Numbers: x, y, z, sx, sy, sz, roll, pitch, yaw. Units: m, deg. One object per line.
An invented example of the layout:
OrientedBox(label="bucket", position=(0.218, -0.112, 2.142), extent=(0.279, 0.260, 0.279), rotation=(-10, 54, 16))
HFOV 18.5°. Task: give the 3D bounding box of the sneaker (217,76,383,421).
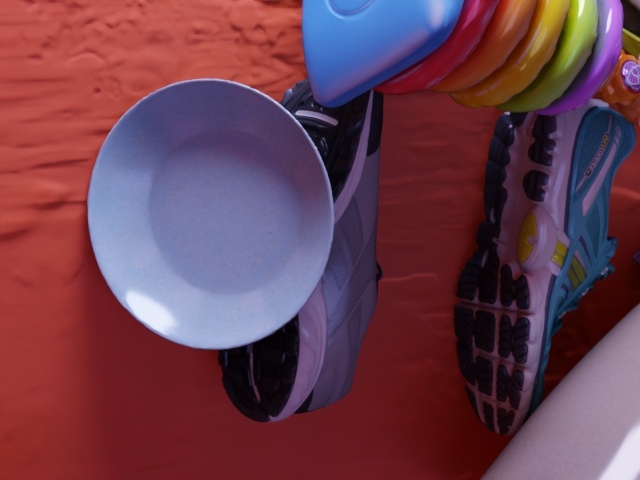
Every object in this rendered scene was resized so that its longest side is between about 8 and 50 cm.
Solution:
OrientedBox(label="sneaker", position=(0.000, 0.000, 1.468), extent=(0.108, 0.100, 0.271), rotation=(2, 103, -48))

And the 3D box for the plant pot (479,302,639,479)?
OrientedBox(label="plant pot", position=(0.291, 0.144, 1.497), extent=(0.256, 0.256, 0.274), rotation=(42, 70, -25))

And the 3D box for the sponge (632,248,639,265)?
OrientedBox(label="sponge", position=(0.365, 0.036, 1.627), extent=(0.210, 0.031, 0.117), rotation=(41, 92, -25))

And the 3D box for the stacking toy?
OrientedBox(label="stacking toy", position=(0.151, -0.147, 1.411), extent=(0.302, 0.166, 0.175), rotation=(22, 59, -31))

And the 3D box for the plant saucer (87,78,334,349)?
OrientedBox(label="plant saucer", position=(-0.074, -0.020, 1.416), extent=(0.195, 0.037, 0.195), rotation=(2, 96, 22))

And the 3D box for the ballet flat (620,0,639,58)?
OrientedBox(label="ballet flat", position=(0.212, -0.204, 1.472), extent=(0.231, 0.077, 0.077), rotation=(35, 88, -24))

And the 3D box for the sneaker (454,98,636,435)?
OrientedBox(label="sneaker", position=(0.181, 0.024, 1.525), extent=(0.110, 0.107, 0.275), rotation=(5, 105, -29))
